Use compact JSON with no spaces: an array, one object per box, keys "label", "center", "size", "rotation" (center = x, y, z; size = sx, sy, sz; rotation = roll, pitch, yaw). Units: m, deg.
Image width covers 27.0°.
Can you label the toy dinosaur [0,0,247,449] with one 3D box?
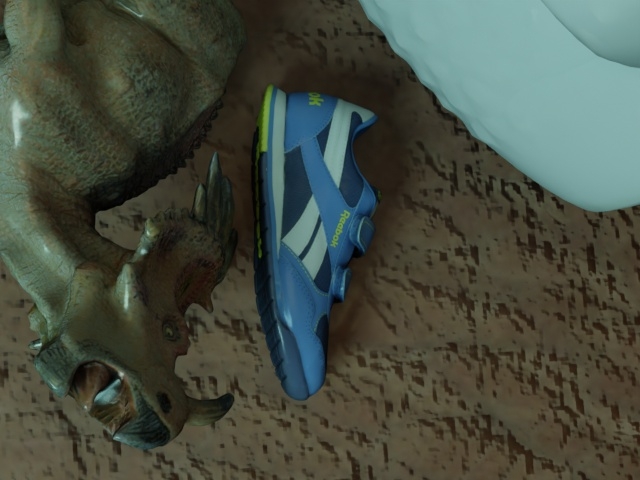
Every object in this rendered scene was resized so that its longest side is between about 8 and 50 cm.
[{"label":"toy dinosaur","center":[-0.086,-0.063,0.570],"size":[0.200,0.127,0.296],"rotation":[34,62,-14]}]

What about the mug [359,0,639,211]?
[{"label":"mug","center":[0.094,-0.180,0.492],"size":[0.276,0.374,0.328],"rotation":[-25,95,25]}]

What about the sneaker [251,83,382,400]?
[{"label":"sneaker","center":[0.000,0.000,0.604],"size":[0.059,0.053,0.144],"rotation":[1,84,-11]}]
